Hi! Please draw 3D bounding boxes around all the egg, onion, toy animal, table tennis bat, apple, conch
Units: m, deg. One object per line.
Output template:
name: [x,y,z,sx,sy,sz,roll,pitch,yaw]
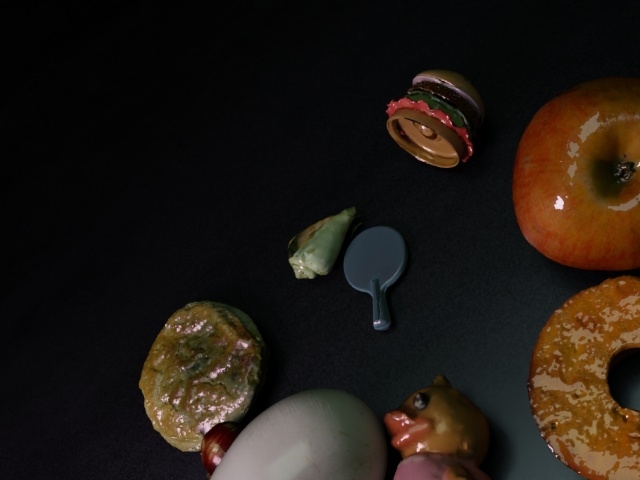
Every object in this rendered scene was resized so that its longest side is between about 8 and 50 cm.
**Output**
egg: [-0.051,0.386,1.375,0.371,0.230,0.230,-50,53,7]
onion: [-0.150,0.358,1.513,0.119,0.117,0.118,-9,51,11]
toy animal: [0.177,0.330,1.315,0.195,0.169,0.281,-41,46,50]
table tennis bat: [0.098,0.064,1.572,0.124,0.033,0.201,-20,56,23]
apple: [0.420,-0.103,1.322,0.302,0.301,0.301,-13,61,24]
conch: [0.000,0.000,1.639,0.106,0.079,0.170,23,65,39]

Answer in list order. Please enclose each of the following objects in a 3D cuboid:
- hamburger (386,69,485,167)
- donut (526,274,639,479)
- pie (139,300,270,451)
hamburger: [0.211,-0.220,1.569,0.175,0.175,0.137,25,74,36]
donut: [0.442,0.204,1.258,0.303,0.110,0.303,-12,60,22]
pie: [-0.217,0.240,1.637,0.277,0.078,0.277,-14,59,25]
